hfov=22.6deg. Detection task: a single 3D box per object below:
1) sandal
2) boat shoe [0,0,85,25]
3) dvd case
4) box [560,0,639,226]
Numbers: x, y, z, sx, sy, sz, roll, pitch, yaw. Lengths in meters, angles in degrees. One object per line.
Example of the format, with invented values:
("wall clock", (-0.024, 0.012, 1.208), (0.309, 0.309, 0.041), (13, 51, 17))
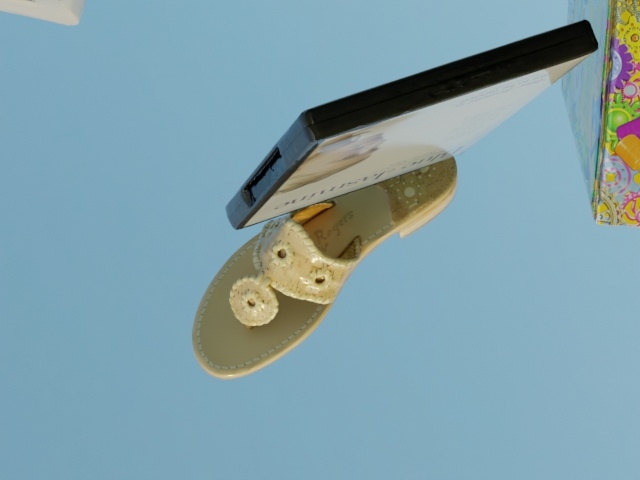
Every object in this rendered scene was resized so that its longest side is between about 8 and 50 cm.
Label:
("sandal", (-0.004, -0.004, 1.143), (0.088, 0.240, 0.079), (47, 170, 25))
("boat shoe", (-0.218, -0.265, 1.205), (0.127, 0.340, 0.158), (11, -91, -9))
("dvd case", (0.046, -0.065, 0.996), (0.180, 0.253, 0.022), (-20, -95, -16))
("box", (0.253, -0.188, 0.992), (0.279, 0.177, 0.290), (-81, -7, -67))
